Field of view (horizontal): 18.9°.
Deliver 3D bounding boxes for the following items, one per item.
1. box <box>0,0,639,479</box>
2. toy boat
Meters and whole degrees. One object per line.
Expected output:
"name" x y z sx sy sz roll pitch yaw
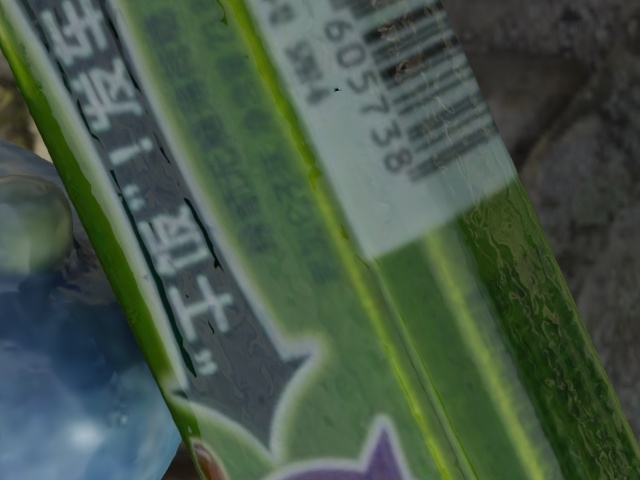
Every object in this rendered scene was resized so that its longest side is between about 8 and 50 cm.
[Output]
"box" 0.000 0.000 0.576 0.134 0.097 0.345 -21 97 43
"toy boat" -0.181 0.001 0.697 0.330 0.215 0.123 28 121 41
